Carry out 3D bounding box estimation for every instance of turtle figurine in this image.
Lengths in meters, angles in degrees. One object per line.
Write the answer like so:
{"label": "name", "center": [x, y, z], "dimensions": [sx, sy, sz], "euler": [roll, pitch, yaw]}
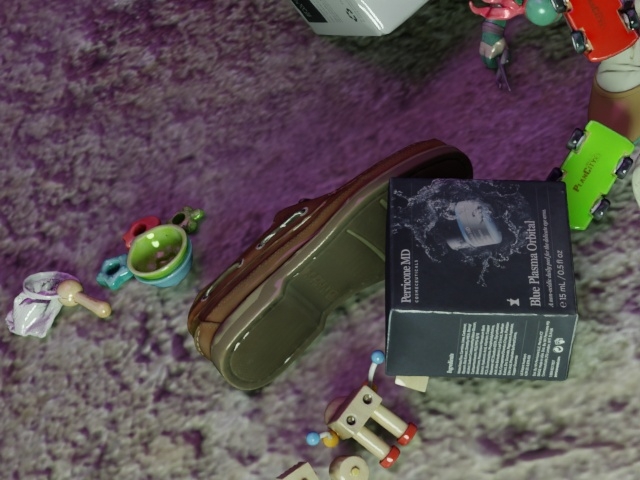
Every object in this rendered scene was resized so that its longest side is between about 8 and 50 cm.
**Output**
{"label": "turtle figurine", "center": [0.227, -0.257, 1.822], "dimensions": [0.175, 0.118, 0.234], "euler": [-15, 40, 20]}

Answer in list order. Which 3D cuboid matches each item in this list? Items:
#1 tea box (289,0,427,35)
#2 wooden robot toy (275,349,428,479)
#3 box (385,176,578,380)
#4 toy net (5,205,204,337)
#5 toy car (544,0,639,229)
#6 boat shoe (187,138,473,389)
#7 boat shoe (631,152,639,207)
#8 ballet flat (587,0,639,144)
{"label": "tea box", "center": [0.046, -0.434, 1.891], "dimensions": [0.323, 0.329, 0.220], "euler": [-44, 18, -10]}
{"label": "wooden robot toy", "center": [0.028, 0.166, 1.603], "dimensions": [0.173, 0.076, 0.079], "euler": [-50, 9, -17]}
{"label": "box", "center": [0.135, 0.032, 1.581], "dimensions": [0.158, 0.093, 0.156], "euler": [1, 48, 0]}
{"label": "toy net", "center": [-0.230, 0.027, 1.887], "dimensions": [0.232, 0.045, 0.122], "euler": [-19, 45, 17]}
{"label": "toy car", "center": [0.270, -0.113, 1.662], "dimensions": [0.239, 0.053, 0.225], "euler": [31, 92, 4]}
{"label": "boat shoe", "center": [0.000, 0.000, 1.721], "dimensions": [0.307, 0.111, 0.104], "euler": [-39, 43, -6]}
{"label": "boat shoe", "center": [0.487, -0.028, 1.401], "dimensions": [0.500, 0.187, 0.156], "euler": [7, 52, 29]}
{"label": "ballet flat", "center": [0.301, -0.190, 1.737], "dimensions": [0.080, 0.073, 0.232], "euler": [6, 56, 36]}
